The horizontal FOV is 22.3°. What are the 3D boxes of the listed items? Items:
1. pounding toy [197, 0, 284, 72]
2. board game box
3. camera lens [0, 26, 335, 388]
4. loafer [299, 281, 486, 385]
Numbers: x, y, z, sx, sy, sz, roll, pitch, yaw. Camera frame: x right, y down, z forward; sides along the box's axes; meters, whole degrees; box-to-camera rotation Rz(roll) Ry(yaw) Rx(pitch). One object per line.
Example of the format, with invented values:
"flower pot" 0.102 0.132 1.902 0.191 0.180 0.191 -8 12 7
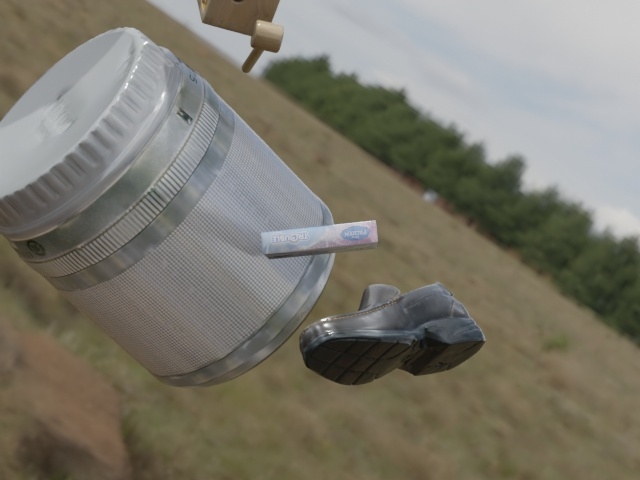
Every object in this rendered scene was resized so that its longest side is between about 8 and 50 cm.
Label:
"pounding toy" -0.100 -0.292 1.943 0.094 0.181 0.206 13 29 -18
"board game box" 0.000 0.000 1.295 0.090 0.020 0.090 -6 -3 0
"camera lens" -0.138 -0.021 1.417 0.274 0.219 0.219 45 -3 -28
"loafer" 0.042 0.061 1.139 0.170 0.062 0.061 3 53 -50
